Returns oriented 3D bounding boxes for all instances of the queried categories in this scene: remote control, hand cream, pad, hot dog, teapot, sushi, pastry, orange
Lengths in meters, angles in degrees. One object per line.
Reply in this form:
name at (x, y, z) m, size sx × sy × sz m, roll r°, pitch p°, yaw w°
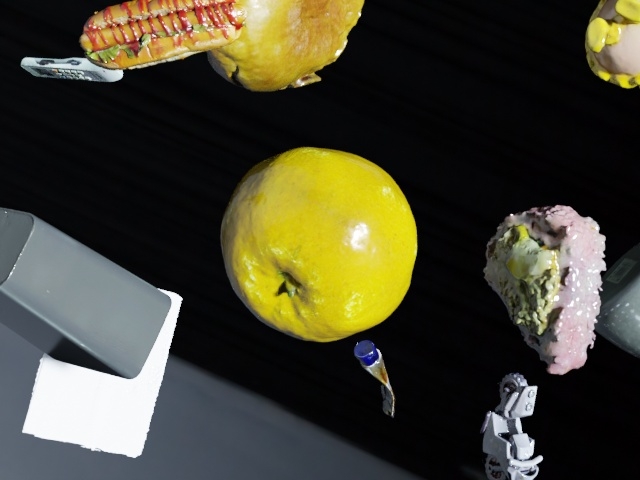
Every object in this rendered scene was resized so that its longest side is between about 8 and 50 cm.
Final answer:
remote control at (-0.426, -0.296, 2.253) m, size 0.065 × 0.166 × 0.029 m, roll 37°, pitch 60°, yaw -73°
hand cream at (0.094, 0.220, 2.124) m, size 0.062 × 0.039 × 0.163 m, roll 62°, pitch -2°, yaw 44°
pad at (-0.278, 0.155, 1.679) m, size 0.004 × 0.156 × 0.232 m, roll 110°, pitch -6°, yaw -64°
hot dog at (-0.128, -0.173, 1.066) m, size 0.038 × 0.144 × 0.062 m, roll 54°, pitch 30°, yaw -64°
teapot at (0.646, 0.167, 2.464) m, size 0.223 × 0.285 × 0.305 m, roll -50°, pitch -177°, yaw -30°
sushi at (0.314, 0.067, 1.894) m, size 0.161 × 0.107 × 0.241 m, roll 3°, pitch -92°, yaw 52°
pastry at (-0.059, -0.410, 2.238) m, size 0.356 × 0.164 × 0.356 m, roll -37°, pitch 146°, yaw -30°
orange at (0.000, 0.000, 1.795) m, size 0.235 × 0.279 × 0.279 m, roll -52°, pitch 166°, yaw -48°

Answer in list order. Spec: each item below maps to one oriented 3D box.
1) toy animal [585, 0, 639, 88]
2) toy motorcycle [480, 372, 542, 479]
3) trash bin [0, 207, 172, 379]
toy animal at (0.393, -0.236, 1.533) m, size 0.230 × 0.156 × 0.156 m, roll 6°, pitch 111°, yaw -53°
toy motorcycle at (0.351, 0.353, 2.382) m, size 0.122 × 0.080 × 0.215 m, roll 26°, pitch -69°, yaw 54°
trash bin at (-0.313, 0.057, 1.510) m, size 0.225 × 0.165 × 0.115 m, roll 40°, pitch 67°, yaw -46°
